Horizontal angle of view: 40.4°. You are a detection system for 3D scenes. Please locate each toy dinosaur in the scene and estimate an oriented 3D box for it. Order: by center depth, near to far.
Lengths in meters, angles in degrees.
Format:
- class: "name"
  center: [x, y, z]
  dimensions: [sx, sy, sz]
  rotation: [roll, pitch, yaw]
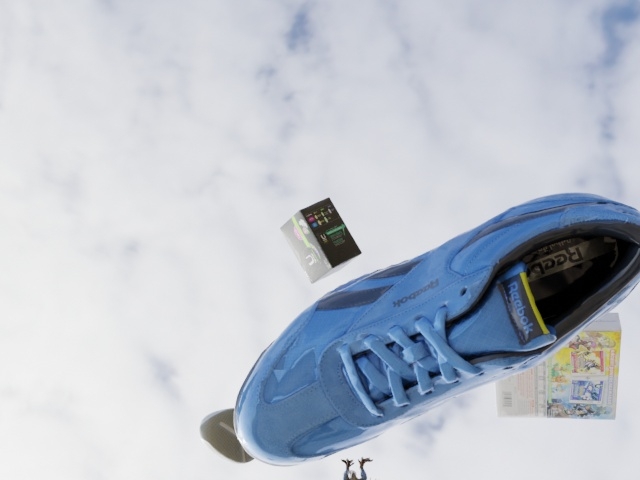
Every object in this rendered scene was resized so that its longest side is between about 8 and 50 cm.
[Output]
- class: "toy dinosaur"
  center: [0.048, 0.304, 1.055]
  dimensions: [0.047, 0.090, 0.082]
  rotation: [-1, -124, 3]

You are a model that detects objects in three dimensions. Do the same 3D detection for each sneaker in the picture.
- class: "sneaker"
  center: [0.051, 0.040, 0.390]
  dimensions: [0.209, 0.082, 0.069]
  rotation: [-29, -88, 1]
- class: "sneaker"
  center: [-0.086, 0.201, 0.888]
  dimensions: [0.152, 0.061, 0.053]
  rotation: [30, -121, -60]

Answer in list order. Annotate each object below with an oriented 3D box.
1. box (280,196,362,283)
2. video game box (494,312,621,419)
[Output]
- class: "box"
  center: [0.000, 0.000, 1.083]
  dimensions: [0.052, 0.062, 0.083]
  rotation: [-26, -99, -34]
- class: "video game box"
  center: [0.363, 0.196, 1.348]
  dimensions: [0.187, 0.048, 0.205]
  rotation: [0, -50, 15]
